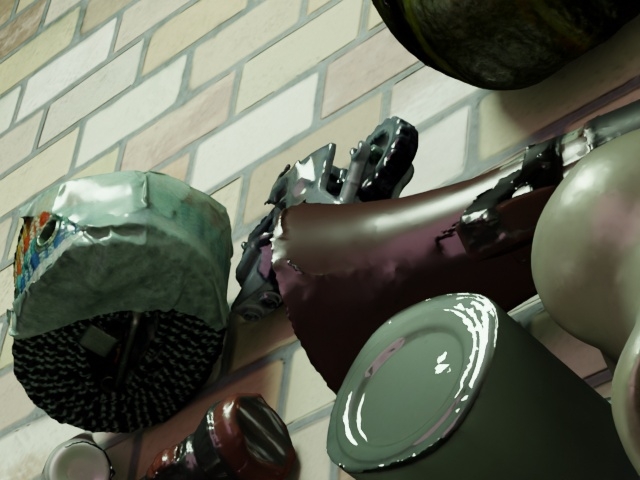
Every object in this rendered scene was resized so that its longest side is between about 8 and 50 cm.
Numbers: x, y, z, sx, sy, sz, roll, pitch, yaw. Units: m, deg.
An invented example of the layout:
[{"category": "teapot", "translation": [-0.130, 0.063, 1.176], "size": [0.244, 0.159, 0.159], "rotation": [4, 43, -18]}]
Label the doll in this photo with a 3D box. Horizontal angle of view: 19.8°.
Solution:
[{"category": "doll", "translation": [0.270, 0.061, 1.111], "size": [0.226, 0.215, 0.370], "rotation": [-27, 32, 9]}]

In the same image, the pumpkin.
[{"category": "pumpkin", "translation": [0.187, -0.282, 1.620], "size": [0.320, 0.192, 0.320], "rotation": [-34, 36, 29]}]

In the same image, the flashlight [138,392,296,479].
[{"category": "flashlight", "translation": [-0.129, 0.222, 1.607], "size": [0.232, 0.093, 0.093], "rotation": [-36, 33, 26]}]

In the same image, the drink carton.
[{"category": "drink carton", "translation": [0.124, 0.138, 1.257], "size": [0.191, 0.189, 0.185], "rotation": [-14, 41, 46]}]

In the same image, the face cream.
[{"category": "face cream", "translation": [-0.237, 0.219, 1.741], "size": [0.092, 0.058, 0.243], "rotation": [-55, 6, -11]}]

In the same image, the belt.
[{"category": "belt", "translation": [-0.192, 0.054, 1.738], "size": [0.150, 0.207, 0.257], "rotation": [-99, 23, -49]}]

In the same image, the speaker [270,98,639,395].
[{"category": "speaker", "translation": [0.114, -0.016, 1.375], "size": [0.329, 0.259, 0.198], "rotation": [-31, 57, 29]}]

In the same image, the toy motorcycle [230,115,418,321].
[{"category": "toy motorcycle", "translation": [0.000, 0.000, 1.659], "size": [0.270, 0.106, 0.159], "rotation": [-40, 34, 44]}]
